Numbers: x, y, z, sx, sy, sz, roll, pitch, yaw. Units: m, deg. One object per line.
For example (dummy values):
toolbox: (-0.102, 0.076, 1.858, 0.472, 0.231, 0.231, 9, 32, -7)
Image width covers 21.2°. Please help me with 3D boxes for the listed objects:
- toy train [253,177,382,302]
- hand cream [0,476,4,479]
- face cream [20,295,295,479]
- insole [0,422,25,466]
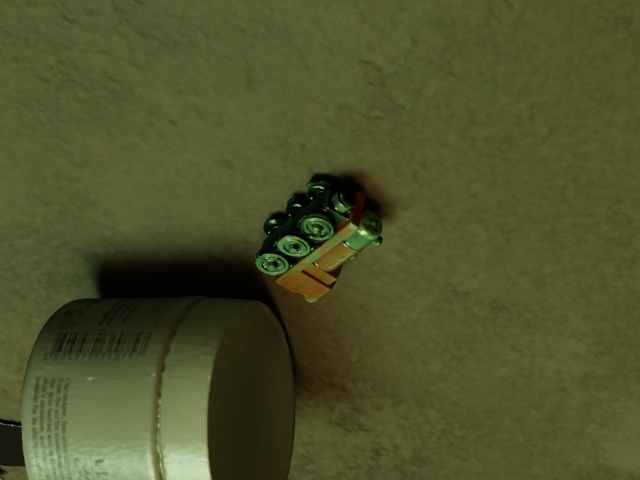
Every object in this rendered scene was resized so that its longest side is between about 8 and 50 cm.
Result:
toy train: (0.000, 0.000, 1.194, 0.064, 0.044, 0.103, 31, 137, -20)
hand cream: (-0.345, 0.183, 1.492, 0.061, 0.039, 0.143, -26, 132, 29)
face cream: (-0.117, 0.129, 1.263, 0.153, 0.177, 0.177, -2, 134, 20)
insole: (-0.292, 0.172, 1.488, 0.253, 0.005, 0.086, 8, 138, 10)
